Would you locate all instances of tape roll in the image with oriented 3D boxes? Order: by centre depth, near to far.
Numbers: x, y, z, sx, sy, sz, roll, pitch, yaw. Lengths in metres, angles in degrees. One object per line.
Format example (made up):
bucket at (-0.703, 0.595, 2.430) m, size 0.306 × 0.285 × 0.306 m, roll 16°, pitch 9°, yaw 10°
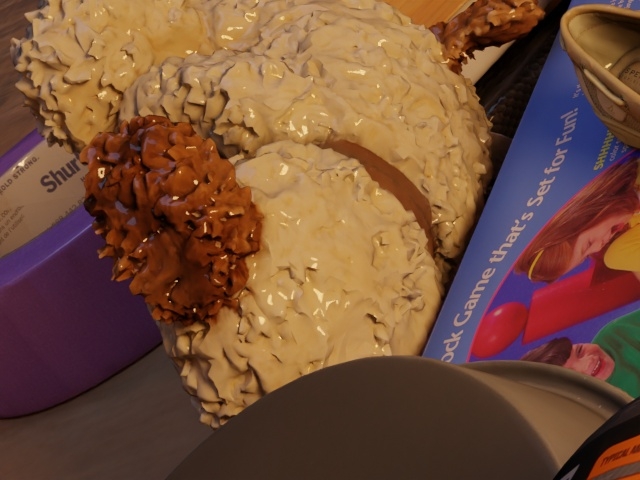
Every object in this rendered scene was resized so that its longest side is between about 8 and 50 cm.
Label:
tape roll at (-0.149, -0.010, 1.268) m, size 0.275 × 0.090 × 0.275 m, roll -32°, pitch 21°, yaw 14°

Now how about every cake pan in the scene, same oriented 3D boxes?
cake pan at (0.001, 0.160, 0.604) m, size 0.293 × 0.054 × 0.293 m, roll -31°, pitch 41°, yaw 32°

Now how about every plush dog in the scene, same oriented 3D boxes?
plush dog at (0.000, 0.000, 0.815) m, size 0.210 × 0.262 × 0.225 m, roll -22°, pitch 35°, yaw 26°

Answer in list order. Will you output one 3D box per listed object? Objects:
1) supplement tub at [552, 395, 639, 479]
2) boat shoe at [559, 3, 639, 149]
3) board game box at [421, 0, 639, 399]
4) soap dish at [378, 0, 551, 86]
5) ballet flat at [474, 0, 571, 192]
supplement tub at (0.096, 0.161, 0.364) m, size 0.207 × 0.207 × 0.338 m, roll -14°, pitch 28°, yaw 45°
boat shoe at (0.138, -0.056, 0.688) m, size 0.056 × 0.048 × 0.153 m, roll -46°, pitch 26°, yaw -4°
board game box at (0.169, -0.012, 0.726) m, size 0.233 × 0.078 × 0.347 m, roll -16°, pitch 37°, yaw 44°
soap dish at (0.046, -0.138, 1.097) m, size 0.291 × 0.118 × 0.229 m, roll -46°, pitch 3°, yaw -19°
ballet flat at (0.127, -0.087, 1.049) m, size 0.250 × 0.058 × 0.084 m, roll -48°, pitch 11°, yaw -16°
